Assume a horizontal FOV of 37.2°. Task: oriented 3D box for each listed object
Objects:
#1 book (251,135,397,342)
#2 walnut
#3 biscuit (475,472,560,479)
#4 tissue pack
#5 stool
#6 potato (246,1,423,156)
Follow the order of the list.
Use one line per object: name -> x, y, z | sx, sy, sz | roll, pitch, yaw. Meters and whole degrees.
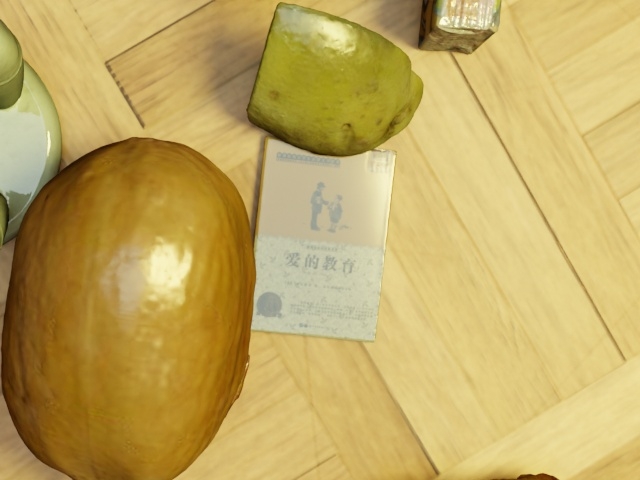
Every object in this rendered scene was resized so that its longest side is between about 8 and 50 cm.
book -> 0.000, 0.000, 0.836 | 0.118, 0.012, 0.172 | 6, 92, -6
walnut -> -0.153, 0.067, 0.738 | 0.203, 0.203, 0.298 | 13, 95, -5
biscuit -> 0.141, 0.370, 0.828 | 0.359, 0.046, 0.359 | -2, 98, -12
tissue pack -> 0.120, -0.236, 0.786 | 0.060, 0.108, 0.148 | 6, 91, -3
stool -> -0.313, -0.076, 0.716 | 0.195, 0.199, 0.195 | 7, 93, -3
potato -> 0.018, -0.121, 0.771 | 0.149, 0.120, 0.081 | 10, 79, -4
